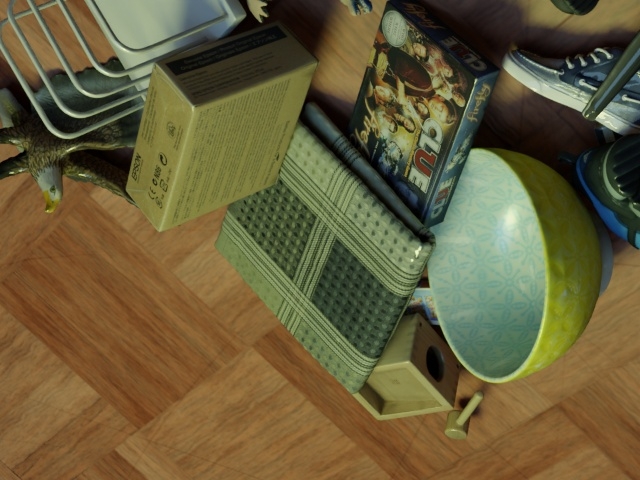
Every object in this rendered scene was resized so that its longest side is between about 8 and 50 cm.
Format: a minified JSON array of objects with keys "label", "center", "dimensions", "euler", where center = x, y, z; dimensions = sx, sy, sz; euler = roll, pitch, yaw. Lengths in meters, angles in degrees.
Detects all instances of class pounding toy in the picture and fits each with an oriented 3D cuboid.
[{"label":"pounding toy","center":[0.152,0.192,2.032],"dimensions":[0.181,0.094,0.206],"euler":[-13,137,32]}]

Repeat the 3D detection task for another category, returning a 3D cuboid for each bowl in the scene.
[{"label":"bowl","center":[0.264,0.023,1.778],"dimensions":[0.156,0.289,0.289],"euler":[-6,135,-23]}]

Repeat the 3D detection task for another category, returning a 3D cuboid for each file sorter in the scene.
[{"label":"file sorter","center":[-0.258,-0.269,1.757],"dimensions":[0.193,0.173,0.277],"euler":[60,147,3]}]

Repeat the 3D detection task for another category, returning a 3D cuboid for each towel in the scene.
[{"label":"towel","center":[0.000,0.000,1.919],"dimensions":[0.324,0.056,0.312],"euler":[46,138,23]}]

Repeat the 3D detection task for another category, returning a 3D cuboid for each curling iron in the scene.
[{"label":"curling iron","center":[0.385,-0.230,1.587],"dimensions":[0.068,0.035,0.274],"euler":[40,116,-6]}]

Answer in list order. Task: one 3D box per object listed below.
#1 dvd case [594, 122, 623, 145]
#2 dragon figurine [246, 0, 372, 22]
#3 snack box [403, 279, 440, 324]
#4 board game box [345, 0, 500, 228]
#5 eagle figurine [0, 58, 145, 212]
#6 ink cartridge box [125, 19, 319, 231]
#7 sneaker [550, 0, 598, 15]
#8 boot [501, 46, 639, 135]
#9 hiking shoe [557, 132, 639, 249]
[{"label":"dvd case","center":[0.453,-0.082,1.717],"dimensions":[0.221,0.018,0.165],"euler":[-7,121,30]},{"label":"dragon figurine","center":[-0.059,-0.349,1.730],"dimensions":[0.289,0.144,0.085],"euler":[39,137,22]},{"label":"snack box","center":[0.109,0.086,2.014],"dimensions":[0.178,0.022,0.064],"euler":[0,123,27]},{"label":"board game box","center":[0.117,-0.155,1.771],"dimensions":[0.165,0.042,0.243],"euler":[44,138,28]},{"label":"eagle figurine","center":[-0.345,-0.123,2.010],"dimensions":[0.298,0.225,0.226],"euler":[-4,172,-5]},{"label":"ink cartridge box","center":[-0.125,-0.140,1.781],"dimensions":[0.088,0.193,0.235],"euler":[48,142,22]},{"label":"sneaker","center":[0.195,-0.385,1.571],"dimensions":[0.146,0.122,0.331],"euler":[-7,123,51]},{"label":"boot","center":[0.311,-0.198,1.681],"dimensions":[0.190,0.069,0.086],"euler":[27,115,6]},{"label":"hiking shoe","center":[0.425,-0.019,1.716],"dimensions":[0.304,0.113,0.132],"euler":[44,166,-19]}]
